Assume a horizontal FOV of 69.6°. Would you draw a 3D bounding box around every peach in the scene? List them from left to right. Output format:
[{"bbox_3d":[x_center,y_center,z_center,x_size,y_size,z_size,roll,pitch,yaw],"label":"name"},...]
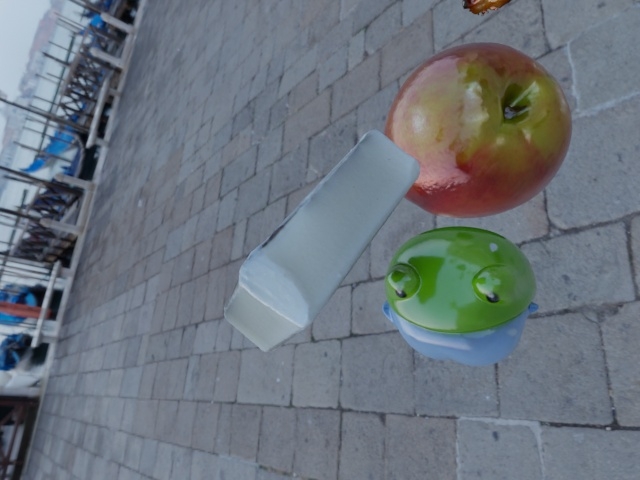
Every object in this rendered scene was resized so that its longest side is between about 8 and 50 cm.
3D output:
[{"bbox_3d":[0.309,-0.216,0.976,0.388,0.388,0.388,-27,55,45],"label":"peach"}]

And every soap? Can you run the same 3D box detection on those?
[{"bbox_3d":[0.000,0.000,0.396,0.183,0.064,0.121,-51,0,-30],"label":"soap"}]

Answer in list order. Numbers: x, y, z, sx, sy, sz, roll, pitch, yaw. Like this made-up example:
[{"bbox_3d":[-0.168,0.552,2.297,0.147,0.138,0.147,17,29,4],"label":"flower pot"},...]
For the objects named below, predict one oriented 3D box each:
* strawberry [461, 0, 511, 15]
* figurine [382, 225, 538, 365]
[{"bbox_3d":[0.272,-0.435,0.678,0.140,0.192,0.085,3,68,29],"label":"strawberry"},{"bbox_3d":[0.162,0.065,0.530,0.162,0.263,0.143,5,81,25],"label":"figurine"}]
